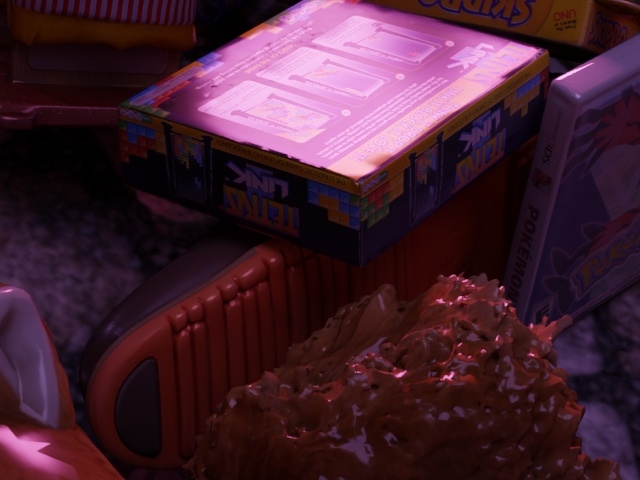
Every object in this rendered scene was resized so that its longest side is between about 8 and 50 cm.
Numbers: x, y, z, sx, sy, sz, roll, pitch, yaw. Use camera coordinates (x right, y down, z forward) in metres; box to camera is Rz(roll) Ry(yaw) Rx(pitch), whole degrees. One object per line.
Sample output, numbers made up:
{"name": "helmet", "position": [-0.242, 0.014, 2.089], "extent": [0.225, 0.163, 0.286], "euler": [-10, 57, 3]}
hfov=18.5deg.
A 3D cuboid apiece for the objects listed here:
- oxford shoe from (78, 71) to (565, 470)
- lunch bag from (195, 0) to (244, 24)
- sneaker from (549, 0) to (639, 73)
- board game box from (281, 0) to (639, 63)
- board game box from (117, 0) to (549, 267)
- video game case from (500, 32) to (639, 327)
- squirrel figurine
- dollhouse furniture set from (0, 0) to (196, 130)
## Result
{"name": "oxford shoe", "position": [0.000, 0.000, 1.021], "extent": [0.132, 0.130, 0.363], "euler": [30, 42, 33]}
{"name": "lunch bag", "position": [-0.077, -0.218, 1.168], "extent": [0.151, 0.096, 0.129], "euler": [50, 49, -12]}
{"name": "sneaker", "position": [0.174, -0.192, 1.153], "extent": [0.410, 0.182, 0.158], "euler": [29, 51, -12]}
{"name": "board game box", "position": [0.069, -0.130, 1.076], "extent": [0.259, 0.039, 0.124], "euler": [11, 3, 27]}
{"name": "board game box", "position": [0.009, -0.059, 0.955], "extent": [0.141, 0.048, 0.170], "euler": [20, 36, 30]}
{"name": "video game case", "position": [0.178, -0.044, 1.055], "extent": [0.201, 0.183, 0.023], "euler": [-28, 54, -34]}
{"name": "squirrel figurine", "position": [-0.018, 0.176, 0.791], "extent": [0.370, 0.281, 0.397], "euler": [31, 34, 14]}
{"name": "dollhouse furniture set", "position": [-0.233, -0.165, 0.970], "extent": [0.374, 0.201, 0.152], "euler": [-2, 22, -21]}
